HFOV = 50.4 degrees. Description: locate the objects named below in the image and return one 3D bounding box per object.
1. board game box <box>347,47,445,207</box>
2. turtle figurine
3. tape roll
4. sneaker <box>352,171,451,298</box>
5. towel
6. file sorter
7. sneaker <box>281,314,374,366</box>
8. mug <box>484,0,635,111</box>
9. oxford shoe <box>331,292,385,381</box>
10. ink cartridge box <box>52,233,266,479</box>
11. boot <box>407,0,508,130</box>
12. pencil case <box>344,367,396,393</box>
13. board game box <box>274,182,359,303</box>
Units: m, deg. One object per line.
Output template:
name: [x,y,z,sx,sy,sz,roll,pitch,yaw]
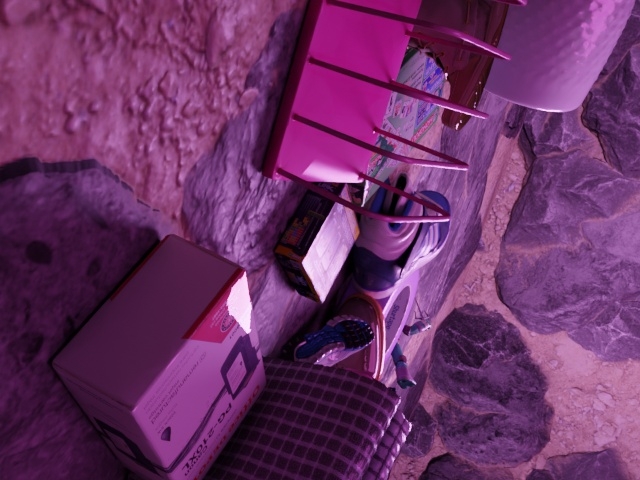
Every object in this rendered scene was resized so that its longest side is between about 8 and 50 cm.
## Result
board game box: [0.131,-0.224,1.120,0.317,0.046,0.213,-48,154,-42]
turtle figurine: [0.164,0.236,1.618,0.118,0.175,0.234,35,46,-35]
tape roll: [0.112,0.163,1.441,0.274,0.090,0.274,-52,156,-35]
sneaker: [0.175,-0.055,1.294,0.323,0.130,0.236,-45,156,-35]
towel: [-0.066,0.257,0.817,0.235,0.284,0.121,-58,138,-33]
file sorter: [0.096,-0.182,0.810,0.202,0.182,0.290,-5,117,-53]
sneaker: [0.008,0.192,1.192,0.191,0.071,0.082,-16,146,-30]
mug: [0.414,-0.475,1.261,0.374,0.276,0.328,-102,-156,-48]
oxford shoe: [0.022,0.273,1.259,0.133,0.130,0.363,7,101,-65]
ink cartridge box: [-0.148,0.139,0.706,0.172,0.100,0.237,-54,157,-32]
boot: [0.161,-0.268,0.967,0.077,0.165,0.213,62,47,-73]
pencil case: [0.035,0.306,1.070,0.098,0.095,0.209,-76,-170,-76]
board game box: [0.000,0.000,1.023,0.141,0.048,0.170,-62,160,-19]
